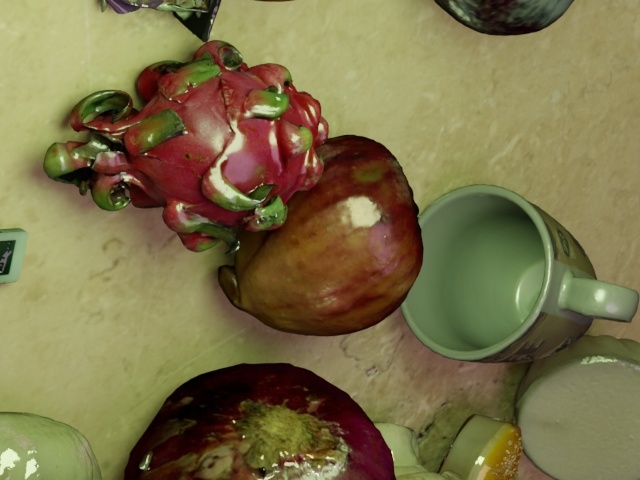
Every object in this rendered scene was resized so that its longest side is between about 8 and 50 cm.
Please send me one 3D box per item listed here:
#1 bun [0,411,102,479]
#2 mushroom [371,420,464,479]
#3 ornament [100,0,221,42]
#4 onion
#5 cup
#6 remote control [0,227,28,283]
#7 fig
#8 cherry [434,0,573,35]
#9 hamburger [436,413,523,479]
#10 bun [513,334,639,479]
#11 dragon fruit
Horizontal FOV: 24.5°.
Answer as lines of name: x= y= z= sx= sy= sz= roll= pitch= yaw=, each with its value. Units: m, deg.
bun: x=-0.362 y=0.310 z=1.626 sx=0.273 sy=0.168 sz=0.273 roll=-18 pitch=130 yaw=-22
mushroom: x=0.087 y=0.358 z=2.023 sx=0.260 sy=0.234 sz=0.254 roll=-23 pitch=157 yaw=38
ornament: x=-0.190 y=-0.258 z=1.460 sx=0.203 sy=0.081 sz=0.088 roll=7 pitch=111 yaw=-43
onion: x=-0.080 y=0.345 z=1.781 sx=0.347 sy=0.348 sz=0.385 roll=-20 pitch=141 yaw=-31
cup: x=0.292 y=0.061 z=1.942 sx=0.257 sy=0.301 sz=0.227 roll=13 pitch=88 yaw=-53
remote control: x=-0.381 y=0.016 z=1.515 sx=0.166 sy=0.029 sz=0.065 roll=-5 pitch=119 yaw=-44
fig: x=0.012 y=-0.003 z=1.710 sx=0.224 sy=0.224 sz=0.263 roll=7 pitch=134 yaw=-43
cherry: x=0.212 y=-0.359 z=1.642 sx=0.296 sy=0.218 sz=0.255 roll=24 pitch=106 yaw=-41
hamburger: x=0.227 y=0.355 z=2.171 sx=0.210 sy=0.116 sz=0.173 roll=-68 pitch=169 yaw=16
bun: x=0.422 y=0.234 z=2.258 sx=0.263 sy=0.175 sz=0.263 roll=3 pitch=124 yaw=4
dragon fruit: x=-0.131 y=-0.101 z=1.552 sx=0.198 sy=0.272 sz=0.218 roll=-66 pitch=169 yaw=-72
